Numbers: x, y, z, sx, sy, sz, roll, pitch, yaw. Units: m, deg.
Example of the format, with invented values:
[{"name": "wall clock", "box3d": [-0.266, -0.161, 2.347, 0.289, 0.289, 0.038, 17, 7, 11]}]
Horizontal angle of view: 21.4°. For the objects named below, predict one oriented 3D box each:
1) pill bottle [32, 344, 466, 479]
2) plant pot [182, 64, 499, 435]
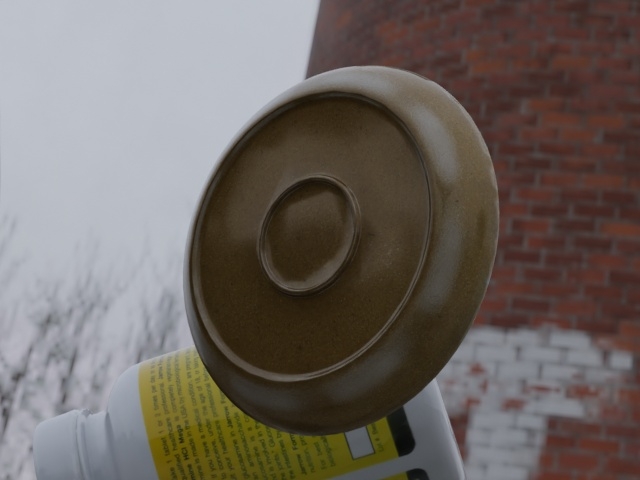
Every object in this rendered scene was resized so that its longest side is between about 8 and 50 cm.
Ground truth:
[{"name": "pill bottle", "box3d": [-0.060, 0.170, 1.426, 0.334, 0.188, 0.188, -18, -32, 3]}, {"name": "plant pot", "box3d": [0.000, 0.000, 1.035, 0.236, 0.236, 0.032, -11, -21, 34]}]
